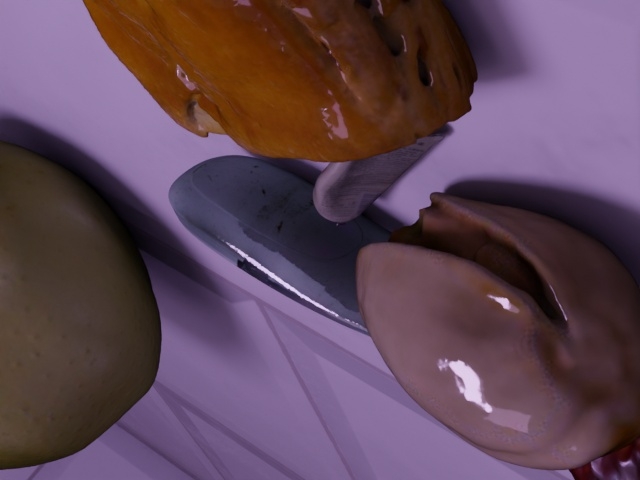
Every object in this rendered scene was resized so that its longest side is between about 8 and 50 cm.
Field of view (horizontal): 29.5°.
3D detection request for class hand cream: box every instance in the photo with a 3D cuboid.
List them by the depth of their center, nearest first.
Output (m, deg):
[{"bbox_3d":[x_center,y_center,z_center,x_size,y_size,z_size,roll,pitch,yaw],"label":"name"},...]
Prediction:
[{"bbox_3d":[0.027,-0.043,0.762,0.057,0.037,0.165,-1,167,-13],"label":"hand cream"}]

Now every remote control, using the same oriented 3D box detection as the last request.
[{"bbox_3d":[0.000,0.002,0.846,0.256,0.097,0.045,28,137,23],"label":"remote control"}]

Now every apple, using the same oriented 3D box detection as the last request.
[{"bbox_3d":[-0.350,0.075,1.287,0.357,0.357,0.357,34,161,14],"label":"apple"}]

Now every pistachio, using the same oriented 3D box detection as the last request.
[{"bbox_3d":[0.102,0.049,0.693,0.144,0.144,0.215,53,172,-34],"label":"pistachio"}]

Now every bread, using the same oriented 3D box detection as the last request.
[{"bbox_3d":[-0.049,-0.126,0.628,0.235,0.099,0.210,15,149,51],"label":"bread"}]

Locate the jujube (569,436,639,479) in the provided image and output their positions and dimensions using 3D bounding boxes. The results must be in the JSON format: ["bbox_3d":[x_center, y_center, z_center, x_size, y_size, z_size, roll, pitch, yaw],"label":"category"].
[{"bbox_3d":[0.220,0.125,0.687,0.176,0.112,0.109,-9,88,61],"label":"jujube"}]
